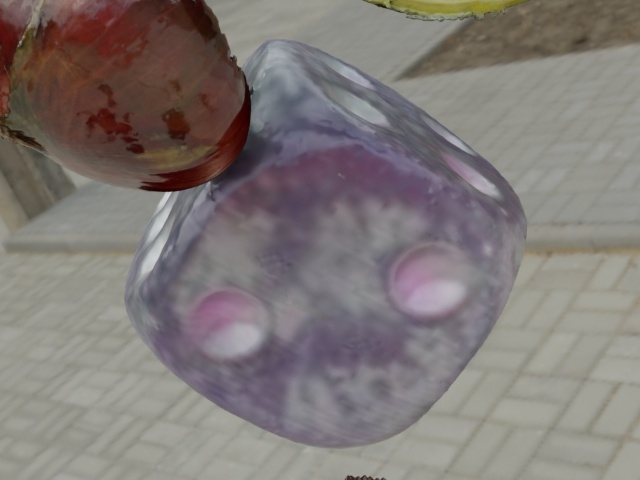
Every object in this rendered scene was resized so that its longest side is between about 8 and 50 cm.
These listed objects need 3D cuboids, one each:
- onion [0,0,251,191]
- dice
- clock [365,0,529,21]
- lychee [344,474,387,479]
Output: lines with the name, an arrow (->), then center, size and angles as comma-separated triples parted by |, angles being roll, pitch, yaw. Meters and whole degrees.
onion -> -0.158, -0.128, 0.681 | 0.161, 0.248, 0.248 | -46, 24, 5
dice -> 0.000, 0.000, 0.919 | 0.270, 0.271, 0.270 | -56, 15, 17
clock -> 0.081, -0.281, 0.602 | 0.277, 0.294, 0.071 | 11, 25, 6
lychee -> 0.025, 0.194, 0.581 | 0.123, 0.129, 0.123 | -27, 13, 7
